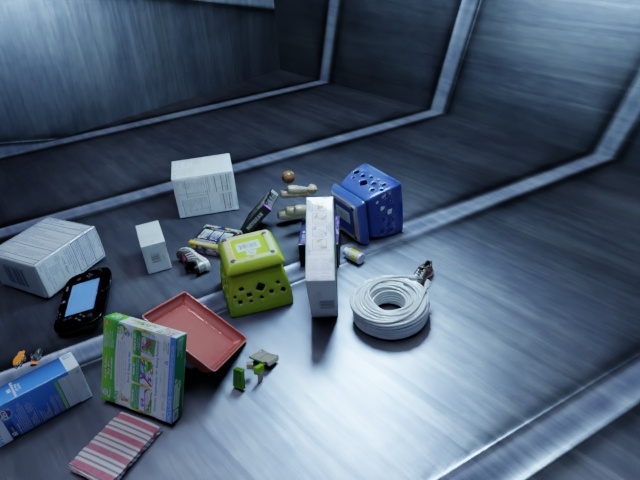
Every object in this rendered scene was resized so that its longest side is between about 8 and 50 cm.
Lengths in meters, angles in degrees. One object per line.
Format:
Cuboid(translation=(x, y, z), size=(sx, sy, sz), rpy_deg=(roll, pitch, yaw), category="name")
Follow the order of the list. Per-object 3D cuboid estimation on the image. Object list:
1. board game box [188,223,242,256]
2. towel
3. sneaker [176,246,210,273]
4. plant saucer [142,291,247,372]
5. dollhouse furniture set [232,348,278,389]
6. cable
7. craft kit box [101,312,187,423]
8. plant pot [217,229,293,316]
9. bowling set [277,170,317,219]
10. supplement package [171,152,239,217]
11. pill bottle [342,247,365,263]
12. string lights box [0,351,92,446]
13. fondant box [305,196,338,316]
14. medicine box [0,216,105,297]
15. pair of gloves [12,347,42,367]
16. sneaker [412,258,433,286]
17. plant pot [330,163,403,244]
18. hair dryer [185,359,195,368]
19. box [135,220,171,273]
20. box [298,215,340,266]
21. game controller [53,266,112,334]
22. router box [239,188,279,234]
Cuboid(translation=(-0.420, 0.002, 2.143), size=(0.170, 0.048, 0.141), rpy_deg=(11, 38, 20), category="board game box")
Cuboid(translation=(-0.527, 0.537, 1.374), size=(0.144, 0.029, 0.197), rpy_deg=(13, 35, 23), category="towel")
Cuboid(translation=(-0.499, 0.079, 2.019), size=(0.170, 0.063, 0.075), rpy_deg=(25, 37, 28), category="sneaker")
Cuboid(translation=(-0.374, 0.276, 1.583), size=(0.259, 0.047, 0.258), rpy_deg=(36, 16, 5), category="plant saucer")
Cuboid(translation=(-0.193, 0.382, 1.574), size=(0.076, 0.058, 0.152), rpy_deg=(9, 16, 31), category="dollhouse furniture set")
Cuboid(translation=(0.225, 0.211, 1.731), size=(0.257, 0.089, 0.257), rpy_deg=(4, 35, 13), category="cable")
Cuboid(translation=(-0.487, 0.347, 1.457), size=(0.247, 0.249, 0.061), rpy_deg=(11, 12, 18), category="craft kit box")
Cuboid(translation=(-0.234, 0.099, 1.838), size=(0.228, 0.207, 0.227), rpy_deg=(-14, 35, -13), category="plant pot")
Cuboid(translation=(-0.072, -0.187, 2.161), size=(0.154, 0.199, 0.287), rpy_deg=(-3, 1, -22), category="bowling set")
Cuboid(translation=(-0.518, -0.248, 2.391), size=(0.263, 0.198, 0.199), rpy_deg=(-10, 34, -8), category="supplement package")
Cuboid(translation=(0.124, 0.055, 2.012), size=(0.043, 0.043, 0.083), rpy_deg=(-31, 43, -34), category="pill bottle")
Cuboid(translation=(-0.781, 0.433, 1.455), size=(0.260, 0.133, 0.077), rpy_deg=(-27, 41, -31), category="string lights box")
Cuboid(translation=(0.006, 0.054, 1.762), size=(0.096, 0.238, 0.330), rpy_deg=(-3, 56, 2), category="fondant box")
Cuboid(translation=(-1.034, 0.055, 2.024), size=(0.264, 0.149, 0.289), rpy_deg=(10, 36, 25), category="medicine box")
Cuboid(translation=(-0.923, 0.369, 1.675), size=(0.083, 0.010, 0.074), rpy_deg=(-7, 34, -7), category="pair of gloves")
Cuboid(translation=(0.349, 0.117, 1.878), size=(0.061, 0.064, 0.158), rpy_deg=(17, 39, 28), category="sneaker")
Cuboid(translation=(0.177, -0.137, 2.137), size=(0.212, 0.235, 0.236), rpy_deg=(-28, 41, -22), category="plant pot")
Cuboid(translation=(-0.460, 0.338, 1.614), size=(0.224, 0.080, 0.293), rpy_deg=(14, 37, 26), category="hair dryer")
Cuboid(translation=(-0.646, 0.024, 2.057), size=(0.091, 0.130, 0.170), rpy_deg=(-16, 36, -17), category="box")
Cuboid(translation=(0.000, 0.000, 2.050), size=(0.153, 0.108, 0.207), rpy_deg=(-2, 34, 4), category="box")
Cuboid(translation=(-0.826, 0.206, 1.861), size=(0.167, 0.067, 0.319), rpy_deg=(-10, 34, -9), category="game controller")
Cuboid(translation=(-0.253, -0.116, 2.203), size=(0.046, 0.179, 0.133), rpy_deg=(38, 34, -14), category="router box")
